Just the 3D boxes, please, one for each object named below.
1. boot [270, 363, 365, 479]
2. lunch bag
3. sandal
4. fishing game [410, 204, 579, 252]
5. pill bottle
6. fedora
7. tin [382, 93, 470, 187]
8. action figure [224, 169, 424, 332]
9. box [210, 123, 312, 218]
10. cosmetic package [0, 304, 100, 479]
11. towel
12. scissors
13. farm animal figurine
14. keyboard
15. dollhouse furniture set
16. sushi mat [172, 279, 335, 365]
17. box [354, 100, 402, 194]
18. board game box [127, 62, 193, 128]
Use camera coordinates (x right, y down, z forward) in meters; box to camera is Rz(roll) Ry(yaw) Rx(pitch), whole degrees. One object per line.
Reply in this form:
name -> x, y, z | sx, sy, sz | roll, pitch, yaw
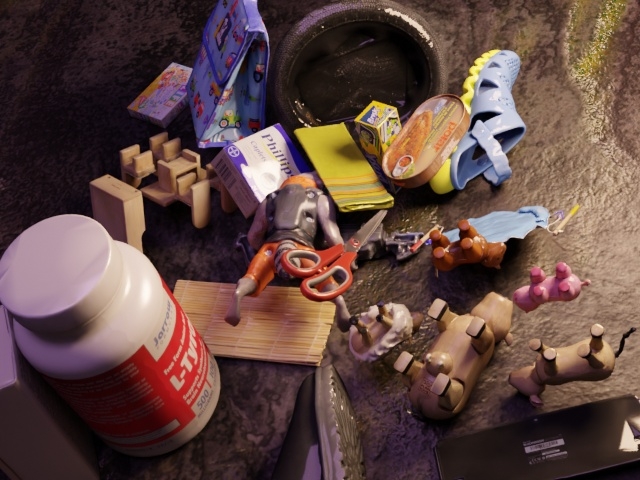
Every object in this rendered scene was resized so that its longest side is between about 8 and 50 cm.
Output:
boot -> -0.162, 0.384, 1.634 | 0.445, 0.146, 0.367 | -16, 45, 11
lunch bag -> -0.156, -0.349, 2.141 | 0.138, 0.293, 0.221 | 5, 36, -18
sandal -> 0.307, -0.207, 2.008 | 0.138, 0.126, 0.317 | 11, 64, 26
fishing game -> 0.290, -0.013, 1.842 | 0.264, 0.041, 0.189 | -9, 15, 27
pill bottle -> -0.317, 0.146, 1.691 | 0.229, 0.407, 0.229 | -8, 54, 12
fedora -> 0.067, -0.309, 2.118 | 0.334, 0.334, 0.152 | -21, 15, 0
tin -> 0.184, -0.171, 1.931 | 0.106, 0.040, 0.189 | 21, 69, 48
action figure -> 0.000, 0.000, 1.878 | 0.341, 0.178, 0.330 | -7, 43, 9
box -> -0.106, -0.128, 2.040 | 0.137, 0.072, 0.126 | -29, 83, -35
cosmetic package -> -0.455, 0.262, 1.713 | 0.113, 0.309, 0.160 | -23, 46, -1
towel -> 0.039, -0.132, 1.958 | 0.102, 0.021, 0.237 | -6, 42, -22
scissors -> 0.052, 0.022, 1.788 | 0.109, 0.021, 0.297 | 40, 38, 22
farm animal figurine -> 0.250, 0.153, 1.680 | 0.327, 0.172, 0.330 | -42, 56, -2
keyboard -> 0.327, 0.328, 1.577 | 0.317, 0.033, 0.201 | -15, 40, 7
dollhouse furniture set -> -0.301, -0.066, 2.105 | 0.212, 0.161, 0.242 | 26, 40, 35
sushi mat -> -0.127, 0.138, 1.911 | 0.317, 0.019, 0.151 | 3, 50, 21
box -> 0.114, -0.164, 1.993 | 0.054, 0.169, 0.059 | 24, 60, 35
board game box -> -0.322, -0.309, 2.373 | 0.103, 0.026, 0.154 | 21, 59, 32
